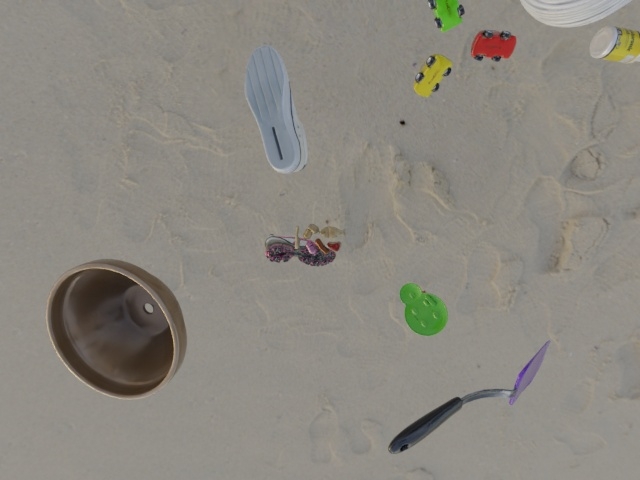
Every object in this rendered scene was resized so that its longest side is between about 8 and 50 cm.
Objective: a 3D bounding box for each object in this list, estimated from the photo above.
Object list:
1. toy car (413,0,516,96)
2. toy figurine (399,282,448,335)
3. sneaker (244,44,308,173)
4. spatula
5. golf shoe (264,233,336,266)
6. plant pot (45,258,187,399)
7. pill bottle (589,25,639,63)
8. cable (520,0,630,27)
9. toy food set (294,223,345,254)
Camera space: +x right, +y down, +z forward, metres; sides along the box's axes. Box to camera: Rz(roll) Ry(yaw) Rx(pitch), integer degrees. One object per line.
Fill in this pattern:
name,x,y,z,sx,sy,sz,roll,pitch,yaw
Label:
toy car,0.294,-0.465,0.895,0.239,0.053,0.225,-23,132,16
toy figurine,0.335,0.210,1.283,0.130,0.159,0.173,-42,71,17
sneaker,-0.089,-0.261,0.829,0.094,0.091,0.257,-9,91,18
spatula,0.218,0.225,0.564,0.297,0.030,0.084,-16,126,-19
golf shoe,-0.050,0.016,1.044,0.186,0.085,0.067,8,127,-14
plant pot,-0.319,0.134,0.681,0.238,0.109,0.237,4,107,12
pill bottle,0.657,-0.421,0.873,0.117,0.065,0.065,4,117,-10
cable,0.512,-0.555,0.775,0.257,0.089,0.256,-19,75,40
toy food set,0.000,0.000,0.959,0.122,0.019,0.077,9,104,18
